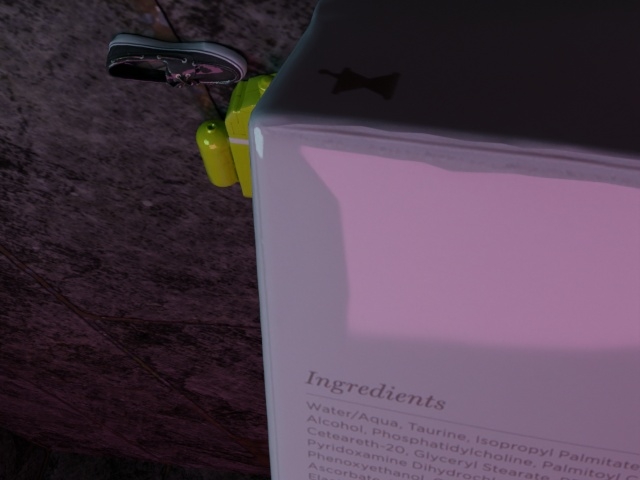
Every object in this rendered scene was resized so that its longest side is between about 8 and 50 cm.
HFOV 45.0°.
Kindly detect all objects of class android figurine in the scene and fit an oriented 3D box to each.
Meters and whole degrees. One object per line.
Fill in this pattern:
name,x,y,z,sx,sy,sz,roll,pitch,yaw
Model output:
android figurine,-0.014,-0.097,0.871,0.249,0.056,0.272,8,155,5

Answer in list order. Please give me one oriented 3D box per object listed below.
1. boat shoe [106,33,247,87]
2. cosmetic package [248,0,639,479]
boat shoe,-0.146,-0.173,0.780,0.142,0.040,0.049,9,153,4
cosmetic package,0.153,0.019,0.583,0.328,0.329,0.393,9,129,11
